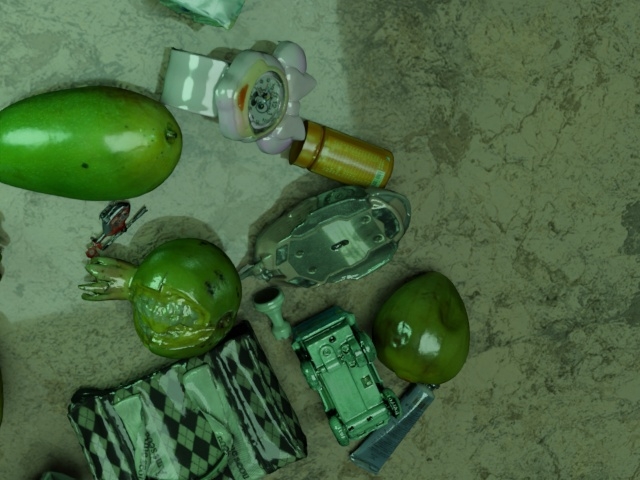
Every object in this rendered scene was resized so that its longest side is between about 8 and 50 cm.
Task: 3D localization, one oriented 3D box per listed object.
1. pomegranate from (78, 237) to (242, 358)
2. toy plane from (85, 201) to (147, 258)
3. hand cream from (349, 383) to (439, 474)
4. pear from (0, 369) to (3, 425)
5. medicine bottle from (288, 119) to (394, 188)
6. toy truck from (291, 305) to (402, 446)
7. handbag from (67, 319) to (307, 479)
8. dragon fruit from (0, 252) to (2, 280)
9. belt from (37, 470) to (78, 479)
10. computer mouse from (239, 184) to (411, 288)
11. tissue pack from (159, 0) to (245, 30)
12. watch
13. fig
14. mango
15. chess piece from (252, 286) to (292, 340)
[{"bbox_3d":[-0.300,0.099,1.587,0.301,0.236,0.236,15,100,10],"label":"pomegranate"},{"bbox_3d":[-0.404,-0.024,1.611,0.060,0.037,0.145,42,87,-29],"label":"toy plane"},{"bbox_3d":[0.171,0.408,1.852,0.088,0.055,0.256,34,95,-27],"label":"hand cream"},{"bbox_3d":[-0.713,0.311,1.496,0.269,0.269,0.321,35,85,-19],"label":"pear"},{"bbox_3d":[0.043,-0.164,1.657,0.191,0.096,0.096,18,98,-18],"label":"medicine bottle"},{"bbox_3d":[0.052,0.283,1.733,0.155,0.156,0.279,-27,113,-6],"label":"toy truck"},{"bbox_3d":[-0.272,0.373,1.681,0.416,0.180,0.317,-26,100,-2],"label":"handbag"},{"bbox_3d":[-0.652,0.022,1.523,0.138,0.142,0.175,0,137,11],"label":"dragon fruit"},{"bbox_3d":[-0.532,0.568,1.615,0.164,0.184,0.289,37,130,-16],"label":"belt"},{"bbox_3d":[0.001,-0.004,1.679,0.389,0.115,0.199,-25,124,13],"label":"computer mouse"},{"bbox_3d":[-0.161,-0.566,1.410,0.162,0.287,0.388,21,98,-24],"label":"tissue pack"},{"bbox_3d":[-0.162,-0.283,1.532,0.248,0.217,0.211,-2,110,-57],"label":"watch"},{"bbox_3d":[0.209,0.180,1.725,0.207,0.207,0.230,7,96,-16],"label":"fig"},{"bbox_3d":[-0.431,-0.167,1.480,0.381,0.225,0.201,-5,91,5],"label":"mango"},{"bbox_3d":[-0.093,0.154,1.721,0.067,0.067,0.103,-24,117,-7],"label":"chess piece"}]
